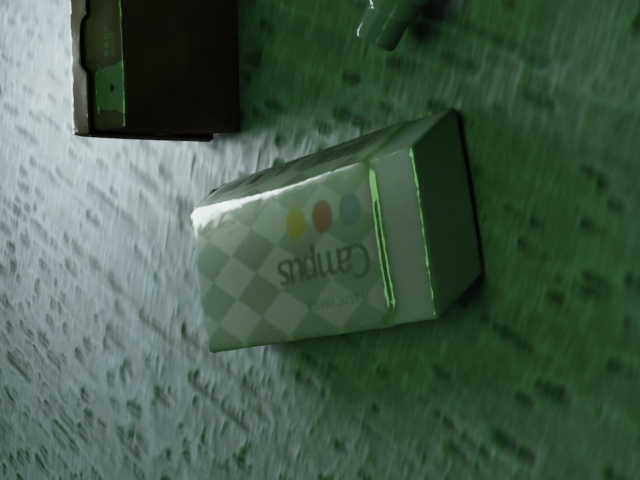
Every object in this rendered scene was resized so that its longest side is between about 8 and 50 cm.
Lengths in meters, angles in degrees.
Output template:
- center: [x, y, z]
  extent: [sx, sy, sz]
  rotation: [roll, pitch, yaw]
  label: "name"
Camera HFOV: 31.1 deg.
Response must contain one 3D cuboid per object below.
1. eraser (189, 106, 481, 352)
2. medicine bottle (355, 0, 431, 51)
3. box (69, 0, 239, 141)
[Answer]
- center: [0.000, 0.000, 1.259]
  extent: [0.397, 0.082, 0.213]
  rotation: [-15, 82, 50]
  label: "eraser"
- center: [0.126, -0.330, 1.059]
  extent: [0.110, 0.110, 0.352]
  rotation: [54, 131, 33]
  label: "medicine bottle"
- center: [-0.193, -0.228, 1.381]
  extent: [0.086, 0.215, 0.215]
  rotation: [2, 93, 37]
  label: "box"
